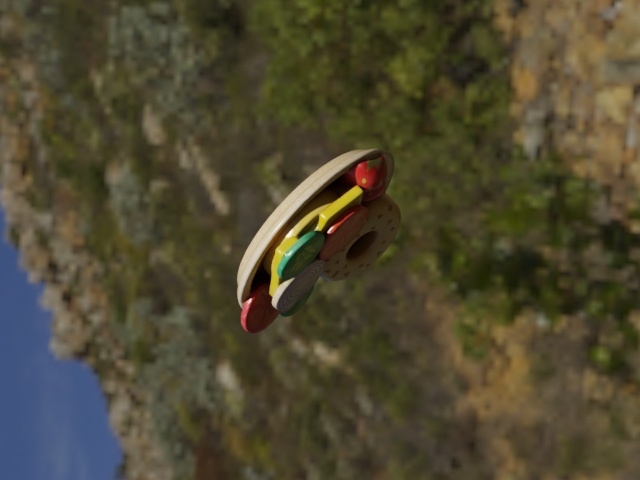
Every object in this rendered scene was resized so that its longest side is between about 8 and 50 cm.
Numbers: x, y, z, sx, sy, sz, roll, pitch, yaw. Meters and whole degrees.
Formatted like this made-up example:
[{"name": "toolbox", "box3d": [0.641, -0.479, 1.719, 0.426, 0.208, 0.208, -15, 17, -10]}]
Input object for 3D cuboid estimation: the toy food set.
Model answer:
[{"name": "toy food set", "box3d": [0.000, 0.000, 0.681, 0.082, 0.020, 0.083, -39, -18, -23]}]
